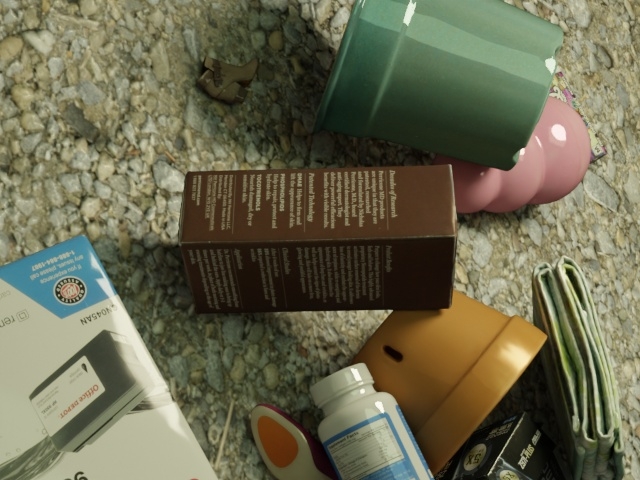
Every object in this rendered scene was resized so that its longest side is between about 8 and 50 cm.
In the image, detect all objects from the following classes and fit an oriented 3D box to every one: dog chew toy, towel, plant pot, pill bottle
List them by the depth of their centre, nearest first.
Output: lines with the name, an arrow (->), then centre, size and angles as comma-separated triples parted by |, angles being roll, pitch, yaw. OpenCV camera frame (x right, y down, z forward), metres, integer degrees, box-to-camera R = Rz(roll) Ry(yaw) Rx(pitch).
pill bottle -> 0.071, 0.292, 1.691 | 0.124, 0.124, 0.221 | -13, 71, -40
plant pot -> 0.178, 0.193, 1.823 | 0.203, 0.291, 0.291 | 41, 48, 8
towel -> 0.422, 0.227, 1.945 | 0.090, 0.374, 0.320 | -12, 67, 6
plant pot -> 0.197, -0.283, 1.948 | 0.334, 0.341, 0.341 | 20, 54, 0
dog chew toy -> 0.333, -0.143, 2.152 | 0.332, 0.206, 0.206 | -22, 81, -32

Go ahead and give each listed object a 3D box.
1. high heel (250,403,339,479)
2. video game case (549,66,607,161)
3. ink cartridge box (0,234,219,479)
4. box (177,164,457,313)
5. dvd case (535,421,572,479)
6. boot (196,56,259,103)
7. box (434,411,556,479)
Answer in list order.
high heel -> -0.003, 0.326, 1.756 | 0.244, 0.082, 0.117 | 43, 20, 6
video game case -> 0.453, -0.239, 2.382 | 0.210, 0.042, 0.232 | -23, 82, -40
ink cartridge box -> -0.341, 0.232, 1.476 | 0.285, 0.166, 0.394 | -26, 85, -41
box -> 0.000, 0.000, 1.702 | 0.382, 0.191, 0.143 | 0, 55, 3
dvd case -> 0.341, 0.439, 1.925 | 0.238, 0.030, 0.179 | -48, 121, -40
boot -> -0.154, -0.278, 1.960 | 0.087, 0.042, 0.118 | 27, 47, -13
box -> 0.254, 0.361, 1.839 | 0.077, 0.180, 0.147 | 47, 49, -7
